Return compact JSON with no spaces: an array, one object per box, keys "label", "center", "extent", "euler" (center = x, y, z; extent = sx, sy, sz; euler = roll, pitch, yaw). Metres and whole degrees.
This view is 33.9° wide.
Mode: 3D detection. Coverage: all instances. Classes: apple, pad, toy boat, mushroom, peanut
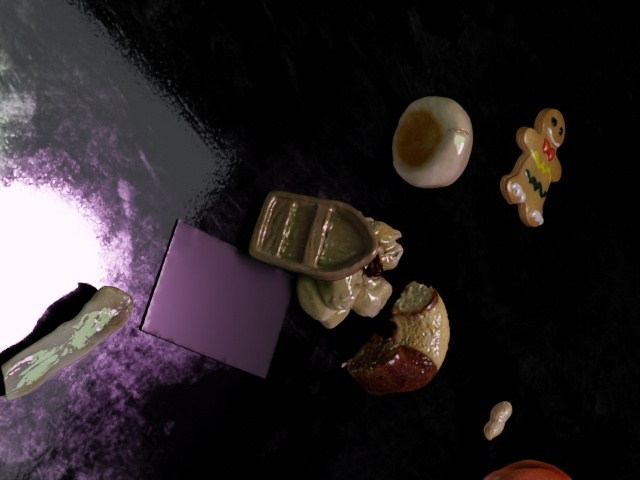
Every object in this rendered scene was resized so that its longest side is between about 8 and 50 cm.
[{"label":"apple","center":[0.379,0.490,1.927],"extent":[0.209,0.209,0.164],"euler":[-6,92,-43]},{"label":"pad","center":[-0.141,0.092,1.531],"extent":[0.245,0.006,0.170],"euler":[28,72,-42]},{"label":"toy boat","center":[0.000,0.000,1.542],"extent":[0.061,0.188,0.116],"euler":[53,53,-68]},{"label":"mushroom","center":[-0.324,0.130,1.333],"extent":[0.202,0.054,0.059],"euler":[-41,113,-29]},{"label":"peanut","center":[0.334,0.340,1.981],"extent":[0.037,0.037,0.083],"euler":[49,58,-34]}]

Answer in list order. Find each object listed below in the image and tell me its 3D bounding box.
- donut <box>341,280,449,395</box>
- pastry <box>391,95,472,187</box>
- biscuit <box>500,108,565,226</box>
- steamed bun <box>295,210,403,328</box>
[{"label":"donut","center":[0.150,0.178,1.762],"extent":[0.217,0.085,0.141],"euler":[-54,125,-30]},{"label":"pastry","center":[0.189,-0.160,1.734],"extent":[0.092,0.156,0.156],"euler":[8,87,-37]},{"label":"biscuit","center":[0.427,-0.153,2.044],"extent":[0.158,0.035,0.240],"euler":[40,66,-40]},{"label":"steamed bun","center":[0.047,0.045,1.640],"extent":[0.177,0.106,0.192],"euler":[10,85,-44]}]
